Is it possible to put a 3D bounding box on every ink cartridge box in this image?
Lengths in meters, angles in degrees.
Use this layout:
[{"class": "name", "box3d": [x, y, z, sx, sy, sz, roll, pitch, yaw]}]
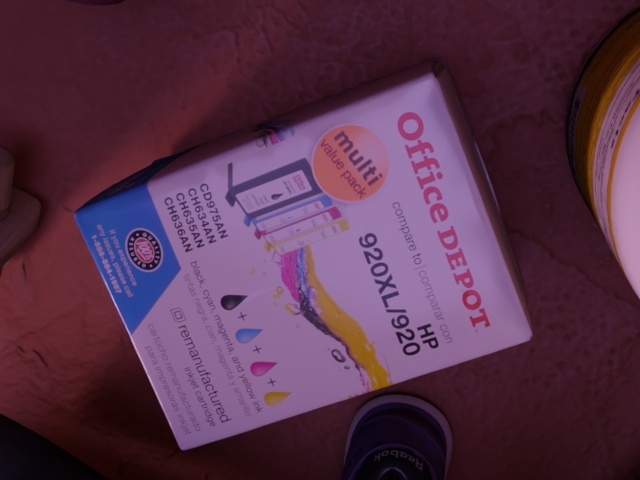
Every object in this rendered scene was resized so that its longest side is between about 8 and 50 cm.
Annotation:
[{"class": "ink cartridge box", "box3d": [0.000, 0.000, 0.618, 0.232, 0.168, 0.171, -20, 101, 13]}]

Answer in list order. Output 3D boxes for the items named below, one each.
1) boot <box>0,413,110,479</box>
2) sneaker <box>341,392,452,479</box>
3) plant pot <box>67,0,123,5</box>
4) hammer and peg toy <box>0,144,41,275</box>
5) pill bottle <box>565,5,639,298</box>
[{"class": "boot", "box3d": [-0.057, 0.229, 0.592, 0.445, 0.146, 0.367, 33, 127, 8]}, {"class": "sneaker", "box3d": [0.040, 0.268, 0.709, 0.107, 0.124, 0.283, 4, 106, 8]}, {"class": "plant pot", "box3d": [-0.138, -0.254, 0.568, 0.201, 0.201, 0.180, 35, 122, -2]}, {"class": "hammer and peg toy", "box3d": [-0.381, 0.022, 0.590, 0.265, 0.361, 0.127, 24, 128, 3]}, {"class": "pill bottle", "box3d": [0.238, -0.038, 0.484, 0.187, 0.334, 0.188, 2, 106, 8]}]
